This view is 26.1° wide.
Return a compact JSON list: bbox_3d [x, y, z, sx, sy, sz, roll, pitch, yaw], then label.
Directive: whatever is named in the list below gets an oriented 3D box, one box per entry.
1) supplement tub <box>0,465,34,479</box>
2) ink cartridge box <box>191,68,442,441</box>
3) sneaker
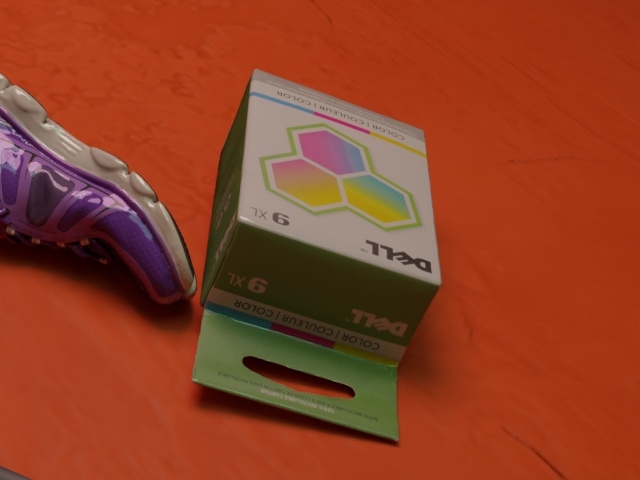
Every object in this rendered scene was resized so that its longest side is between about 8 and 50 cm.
[{"bbox_3d":[-0.184,0.104,0.452,0.190,0.117,0.117,21,34,6],"label":"supplement tub"},{"bbox_3d":[0.000,0.000,0.723,0.109,0.062,0.209,18,33,-11],"label":"ink cartridge box"},{"bbox_3d":[-0.136,-0.015,0.710,0.170,0.068,0.071,35,70,14],"label":"sneaker"}]
